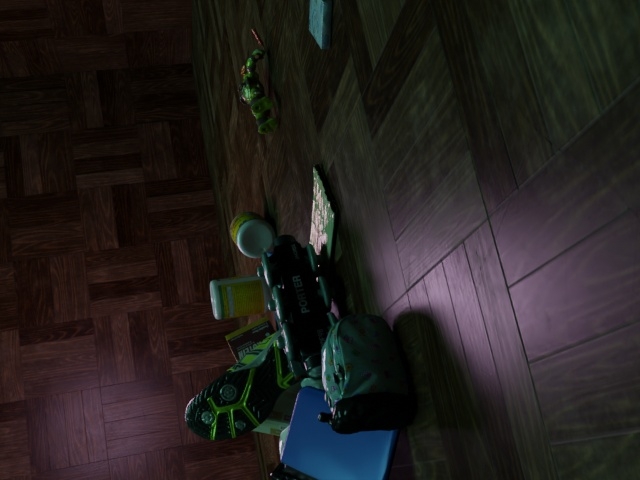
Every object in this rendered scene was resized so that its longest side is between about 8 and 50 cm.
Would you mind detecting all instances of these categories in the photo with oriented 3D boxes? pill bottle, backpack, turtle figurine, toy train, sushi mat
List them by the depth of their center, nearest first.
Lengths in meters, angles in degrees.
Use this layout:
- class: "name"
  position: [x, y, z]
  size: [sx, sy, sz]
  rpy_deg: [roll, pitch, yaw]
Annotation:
- class: "backpack"
  position: [0.071, 0.212, 1.258]
  size: [0.115, 0.152, 0.182]
  rpy_deg: [120, 146, -45]
- class: "toy train"
  position: [-0.039, 0.152, 1.621]
  size: [0.190, 0.142, 0.333]
  rpy_deg: [88, 166, -55]
- class: "sushi mat"
  position: [0.000, 0.000, 1.672]
  size: [0.316, 0.019, 0.151]
  rpy_deg: [96, 160, -46]
- class: "turtle figurine"
  position: [-0.170, -0.395, 2.022]
  size: [0.217, 0.087, 0.269]
  rpy_deg: [-110, 18, -44]
- class: "pill bottle"
  position: [-0.210, 0.159, 2.255]
  size: [0.117, 0.209, 0.117]
  rpy_deg: [172, 90, -77]
- class: "pill bottle"
  position: [-0.209, -0.023, 2.349]
  size: [0.215, 0.117, 0.117]
  rpy_deg: [-143, 47, -73]

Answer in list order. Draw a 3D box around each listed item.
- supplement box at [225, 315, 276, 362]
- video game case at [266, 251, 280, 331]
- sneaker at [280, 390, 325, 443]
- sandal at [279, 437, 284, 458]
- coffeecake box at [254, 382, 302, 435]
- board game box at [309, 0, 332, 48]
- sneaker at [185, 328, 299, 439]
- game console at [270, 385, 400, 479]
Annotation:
- class: "supplement box"
  position: [-0.148, 0.350, 2.114]
  size: [0.191, 0.129, 0.194]
  rpy_deg: [57, 168, 35]
- class: "video game case"
  position: [-0.081, 0.154, 2.025]
  size: [0.269, 0.061, 0.244]
  rpy_deg: [-170, 74, -77]
- class: "sneaker"
  position: [0.027, 0.401, 1.616]
  size: [0.148, 0.131, 0.350]
  rpy_deg: [55, 152, 18]
- class: "sandal"
  position: [-0.012, 0.631, 1.939]
  size: [0.169, 0.102, 0.416]
  rpy_deg: [-108, 1, -59]
- class: "coffeecake box"
  position: [-0.091, 0.374, 1.874]
  size: [0.068, 0.143, 0.185]
  rpy_deg: [96, -174, -47]
- class: "board game box"
  position: [0.000, -0.410, 1.418]
  size: [0.090, 0.020, 0.090]
  rpy_deg: [-112, 19, -49]
- class: "sneaker"
  position: [-0.138, 0.322, 1.789]
  size: [0.145, 0.385, 0.147]
  rpy_deg: [56, 180, -3]
- class: "game console"
  position: [0.062, 0.430, 1.408]
  size: [0.293, 0.173, 0.250]
  rpy_deg: [4, 135, 54]
